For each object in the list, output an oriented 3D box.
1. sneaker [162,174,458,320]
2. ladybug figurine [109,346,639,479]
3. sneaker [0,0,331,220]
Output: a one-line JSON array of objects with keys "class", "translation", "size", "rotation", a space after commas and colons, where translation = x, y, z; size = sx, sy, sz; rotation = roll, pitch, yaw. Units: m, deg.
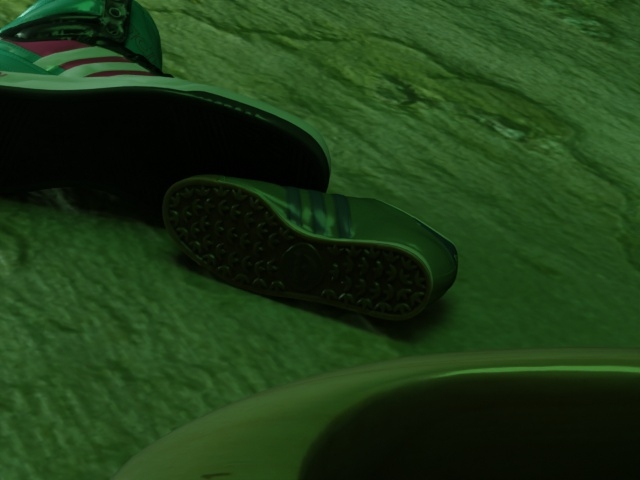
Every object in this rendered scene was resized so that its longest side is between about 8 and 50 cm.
[{"class": "sneaker", "translation": [0.000, 0.000, 1.236], "size": [0.192, 0.064, 0.086], "rotation": [18, 19, 24]}, {"class": "ladybug figurine", "translation": [0.129, 0.165, 0.753], "size": [0.449, 0.162, 0.305], "rotation": [2, 27, 0]}, {"class": "sneaker", "translation": [-0.122, -0.096, 1.353], "size": [0.295, 0.124, 0.178], "rotation": [9, 34, 10]}]
